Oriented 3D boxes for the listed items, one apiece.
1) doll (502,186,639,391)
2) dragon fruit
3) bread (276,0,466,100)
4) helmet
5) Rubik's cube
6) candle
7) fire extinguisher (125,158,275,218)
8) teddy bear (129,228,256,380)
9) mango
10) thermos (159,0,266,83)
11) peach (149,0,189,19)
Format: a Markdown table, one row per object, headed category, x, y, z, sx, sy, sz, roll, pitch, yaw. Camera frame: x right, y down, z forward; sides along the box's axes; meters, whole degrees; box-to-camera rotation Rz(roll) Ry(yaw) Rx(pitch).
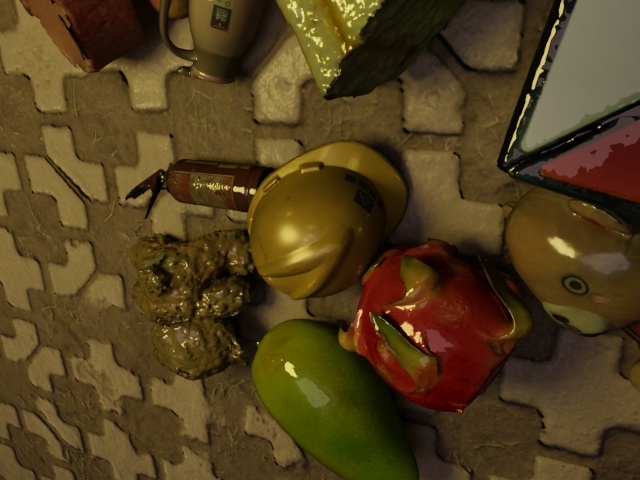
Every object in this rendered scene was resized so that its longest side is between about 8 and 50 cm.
| category | x | y | z | sx | sy | sz | roll | pitch | yaw |
| --- | --- | --- | --- | --- | --- | --- | --- | --- | --- |
| doll | 0.358 | 0.052 | 0.568 | 0.330 | 0.235 | 0.174 | 38 | 92 | -4 |
| dragon fruit | 0.149 | 0.104 | 0.673 | 0.227 | 0.224 | 0.224 | 43 | 122 | 17 |
| bread | 0.072 | -0.368 | 0.500 | 0.264 | 0.239 | 0.395 | 49 | 124 | 3 |
| helmet | 0.000 | 0.000 | 0.700 | 0.205 | 0.140 | 0.257 | 40 | 120 | -20 |
| Rubik's cube | 0.322 | -0.161 | 0.456 | 0.250 | 0.246 | 0.248 | 21 | 117 | 16 |
| candle | -0.379 | -0.411 | 0.688 | 0.317 | 0.131 | 0.287 | 47 | 165 | 4 |
| fire extinguisher | -0.199 | -0.083 | 0.809 | 0.252 | 0.106 | 0.075 | 9 | 133 | 21 |
| teddy bear | -0.221 | 0.119 | 0.875 | 0.267 | 0.156 | 0.256 | -6 | 109 | 25 |
| mango | 0.033 | 0.272 | 0.819 | 0.343 | 0.156 | 0.192 | 47 | 130 | -3 |
| thermos | -0.146 | -0.311 | 0.685 | 0.105 | 0.137 | 0.193 | 62 | 141 | 42 |
| peach | -0.209 | -0.356 | 0.718 | 0.083 | 0.083 | 0.083 | 9 | 114 | 21 |
